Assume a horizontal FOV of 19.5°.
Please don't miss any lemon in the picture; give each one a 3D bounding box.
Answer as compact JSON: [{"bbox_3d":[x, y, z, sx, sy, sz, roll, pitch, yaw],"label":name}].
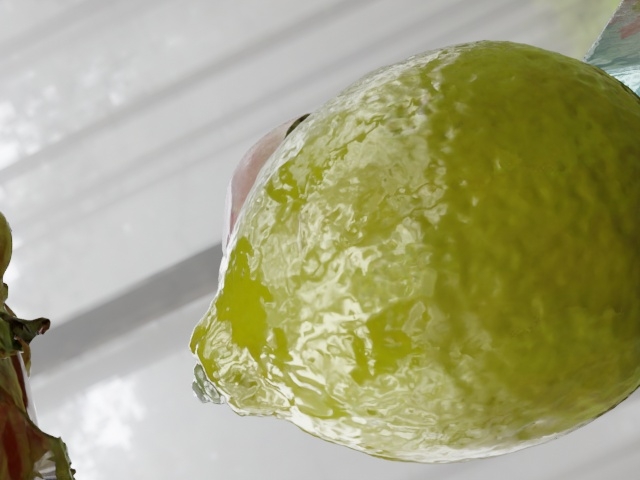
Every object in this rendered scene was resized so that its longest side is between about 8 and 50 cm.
[{"bbox_3d":[0.057,0.008,0.817,0.184,0.248,0.184,163,90,-82],"label":"lemon"}]

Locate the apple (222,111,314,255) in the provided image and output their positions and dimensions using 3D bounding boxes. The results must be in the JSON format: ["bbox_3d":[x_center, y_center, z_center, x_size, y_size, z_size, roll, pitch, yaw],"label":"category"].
[{"bbox_3d":[0.000,0.000,1.603,0.207,0.173,0.188,38,-159,-49],"label":"apple"}]

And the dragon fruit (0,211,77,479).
[{"bbox_3d":[-0.240,0.091,0.892,0.291,0.269,0.250,-68,-23,-45],"label":"dragon fruit"}]

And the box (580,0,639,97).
[{"bbox_3d":[0.267,-0.125,1.145,0.245,0.153,0.092,-52,-52,-51],"label":"box"}]
